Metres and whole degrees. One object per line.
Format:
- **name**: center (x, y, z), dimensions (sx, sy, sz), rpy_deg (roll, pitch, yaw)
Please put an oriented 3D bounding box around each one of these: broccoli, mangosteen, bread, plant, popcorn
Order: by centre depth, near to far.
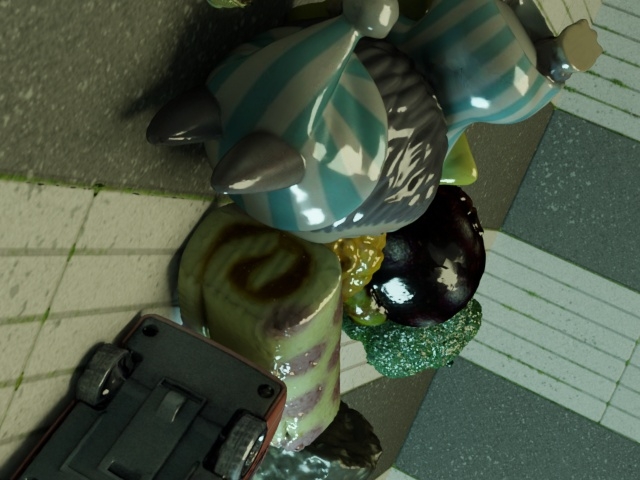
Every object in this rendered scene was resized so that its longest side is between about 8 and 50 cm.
- **bread**: center (-0.065, 0.111, 1.394), dimensions (0.155, 0.187, 0.338), rpy_deg (-50, 158, -27)
- **popcorn**: center (0.000, 0.000, 1.502), dimensions (0.170, 0.180, 0.180), rpy_deg (-58, 166, -62)
- **mangosteen**: center (0.113, 0.020, 1.740), dimensions (0.233, 0.287, 0.287), rpy_deg (17, 100, -34)
- **plant**: center (-0.063, 0.387, 1.771), dimensions (0.312, 0.213, 0.215), rpy_deg (-59, 168, 16)
- **broccoli**: center (0.152, 0.102, 2.083), dimensions (0.254, 0.269, 0.269), rpy_deg (-20, 160, 2)

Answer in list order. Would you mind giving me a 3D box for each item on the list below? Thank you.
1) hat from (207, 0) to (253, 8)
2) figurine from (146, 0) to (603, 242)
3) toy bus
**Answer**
- **hat**: center (-0.088, -0.245, 1.014), dimensions (0.076, 0.059, 0.077), rpy_deg (64, 32, -26)
- **figurine**: center (0.037, -0.107, 1.097), dimensions (0.361, 0.266, 0.377), rpy_deg (-27, -168, 38)
- **toy bus**: center (-0.217, 0.298, 1.170), dimensions (0.427, 0.203, 0.233), rpy_deg (-55, 167, -37)
